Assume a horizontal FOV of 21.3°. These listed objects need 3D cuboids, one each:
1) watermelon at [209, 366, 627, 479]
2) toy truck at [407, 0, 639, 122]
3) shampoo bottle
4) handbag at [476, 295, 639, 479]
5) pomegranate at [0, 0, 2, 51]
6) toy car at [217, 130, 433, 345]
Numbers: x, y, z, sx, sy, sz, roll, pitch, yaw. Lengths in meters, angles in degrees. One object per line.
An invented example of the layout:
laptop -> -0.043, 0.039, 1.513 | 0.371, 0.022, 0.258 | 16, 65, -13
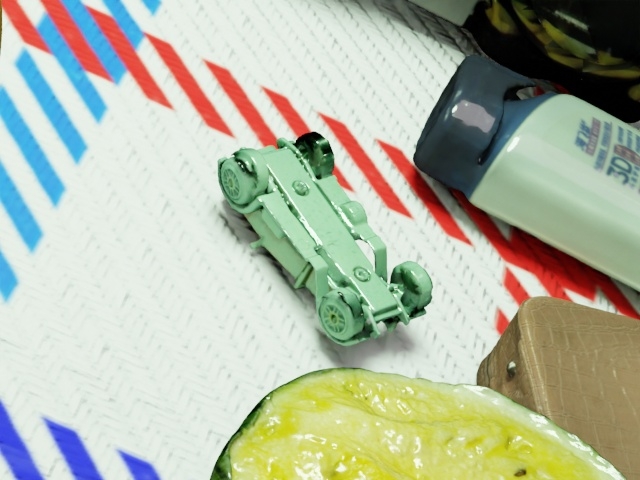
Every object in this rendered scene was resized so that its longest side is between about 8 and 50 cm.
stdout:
watermelon -> 0.049, 0.163, 0.791 | 0.232, 0.127, 0.204 | 17, 37, -10
toy truck -> 0.128, -0.256, 1.236 | 0.405, 0.180, 0.254 | 25, 30, -8
shampoo bottle -> 0.238, -0.011, 1.124 | 0.360, 0.078, 0.134 | 27, 37, -2
handbag -> 0.171, 0.128, 0.947 | 0.151, 0.072, 0.193 | 10, 42, -21
pomegranate -> -0.316, -0.097, 0.730 | 0.338, 0.338, 0.338 | 16, 42, -15
toy car -> 0.000, 0.000, 0.992 | 0.073, 0.054, 0.143 | -19, 64, -40
